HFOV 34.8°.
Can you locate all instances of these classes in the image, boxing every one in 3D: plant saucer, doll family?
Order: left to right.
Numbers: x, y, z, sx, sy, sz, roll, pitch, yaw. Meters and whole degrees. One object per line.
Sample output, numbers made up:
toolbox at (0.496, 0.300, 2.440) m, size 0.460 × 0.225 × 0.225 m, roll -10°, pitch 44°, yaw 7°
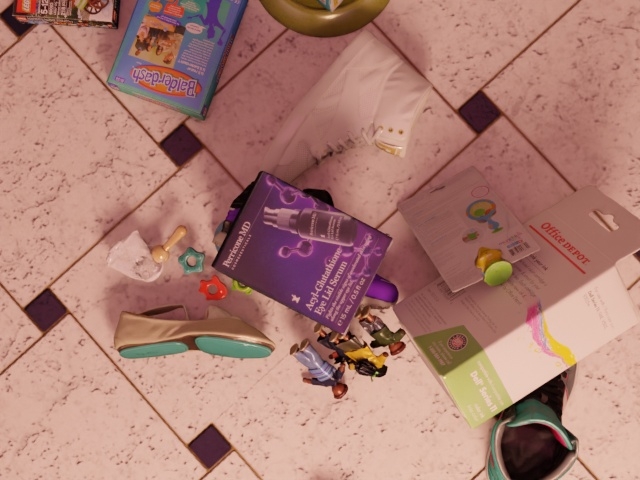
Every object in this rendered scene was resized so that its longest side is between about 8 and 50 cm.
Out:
plant saucer at (0.006, -0.442, 1.610) m, size 0.240 × 0.037 × 0.241 m, roll 0°, pitch 85°, yaw 2°
doll family at (0.044, 0.172, 1.516) m, size 0.111 × 0.193 × 0.076 m, roll 45°, pitch 51°, yaw -23°

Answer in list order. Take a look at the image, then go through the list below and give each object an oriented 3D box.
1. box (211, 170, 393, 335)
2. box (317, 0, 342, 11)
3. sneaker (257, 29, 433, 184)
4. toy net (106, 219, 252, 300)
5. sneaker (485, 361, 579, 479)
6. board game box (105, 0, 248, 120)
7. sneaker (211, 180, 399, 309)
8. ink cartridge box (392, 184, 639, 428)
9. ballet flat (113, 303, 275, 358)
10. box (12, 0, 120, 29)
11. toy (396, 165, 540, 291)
box at (-0.027, 0.018, 1.415) m, size 0.207 × 0.108 × 0.153 m, roll 26°, pitch 87°, yaw -5°
box at (0.075, -0.465, 1.541) m, size 0.060 × 0.100 × 0.244 m, roll 41°, pitch 87°, yaw 4°
sneaker at (0.047, -0.161, 1.551) m, size 0.169 × 0.108 × 0.292 m, roll 38°, pitch 86°, yaw 7°
toy net at (-0.210, 0.034, 1.577) m, size 0.232 × 0.045 × 0.122 m, roll -5°, pitch 95°, yaw 3°
sneaker at (0.315, 0.236, 1.475) m, size 0.123 × 0.178 × 0.296 m, roll 15°, pitch 86°, yaw 3°
board game box at (-0.222, -0.313, 1.600) m, size 0.160 × 0.047 × 0.210 m, roll 20°, pitch 86°, yaw 3°
sneaker at (0.000, 0.000, 1.519) m, size 0.293 × 0.102 × 0.146 m, roll 23°, pitch 86°, yaw -12°
ink cartridge box at (0.304, 0.087, 1.464) m, size 0.353 × 0.207 × 0.119 m, roll -32°, pitch 120°, yaw -1°
ballet flat at (-0.191, 0.134, 1.552) m, size 0.248 × 0.086 × 0.086 m, roll 0°, pitch 85°, yaw 2°
box at (-0.392, -0.457, 1.617) m, size 0.159 × 0.044 × 0.233 m, roll 4°, pitch 85°, yaw 1°
toy at (0.217, -0.007, 1.509) m, size 0.136 × 0.237 × 0.056 m, roll -27°, pitch 124°, yaw 0°
